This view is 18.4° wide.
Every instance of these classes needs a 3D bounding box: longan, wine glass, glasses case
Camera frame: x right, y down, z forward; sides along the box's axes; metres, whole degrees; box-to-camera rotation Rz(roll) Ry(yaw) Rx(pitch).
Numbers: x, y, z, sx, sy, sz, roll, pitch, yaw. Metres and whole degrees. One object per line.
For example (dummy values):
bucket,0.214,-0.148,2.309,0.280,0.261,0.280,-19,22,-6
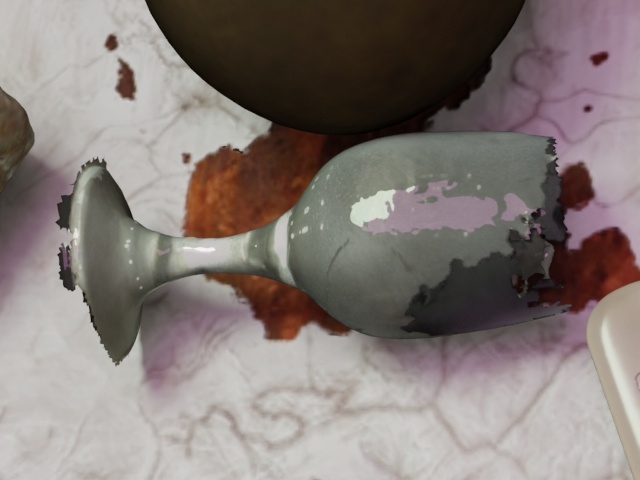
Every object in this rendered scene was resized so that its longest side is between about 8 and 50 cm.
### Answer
longan,0.010,-0.212,1.269,0.297,0.297,0.297,-6,66,14
wine glass,0.000,0.000,1.267,0.321,0.143,0.143,-6,66,14
glasses case,0.223,0.117,1.202,0.083,0.050,0.196,-22,64,9

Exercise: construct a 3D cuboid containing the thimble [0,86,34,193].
thimble,-0.316,-0.079,1.367,0.229,0.196,0.148,17,67,53
